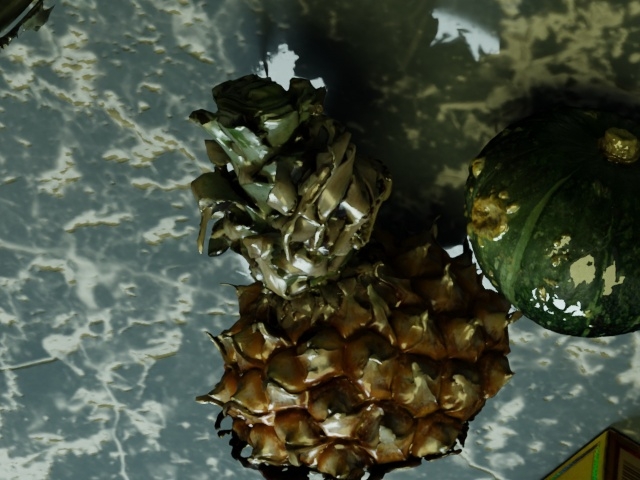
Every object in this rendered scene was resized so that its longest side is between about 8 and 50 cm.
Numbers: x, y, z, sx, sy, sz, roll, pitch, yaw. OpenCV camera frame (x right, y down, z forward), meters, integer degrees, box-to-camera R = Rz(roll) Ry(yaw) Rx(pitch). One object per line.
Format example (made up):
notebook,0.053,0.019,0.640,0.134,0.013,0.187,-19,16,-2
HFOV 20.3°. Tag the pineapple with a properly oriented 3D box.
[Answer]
pineapple,0.000,0.000,1.307,0.262,0.262,0.271,-6,127,20

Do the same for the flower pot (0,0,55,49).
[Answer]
flower pot,-0.266,-0.290,1.138,0.259,0.290,0.290,32,133,5

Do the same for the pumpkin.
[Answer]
pumpkin,0.193,-0.016,1.281,0.190,0.190,0.146,2,117,14

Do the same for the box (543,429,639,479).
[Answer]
box,0.204,0.332,1.504,0.084,0.301,0.193,30,132,-14
